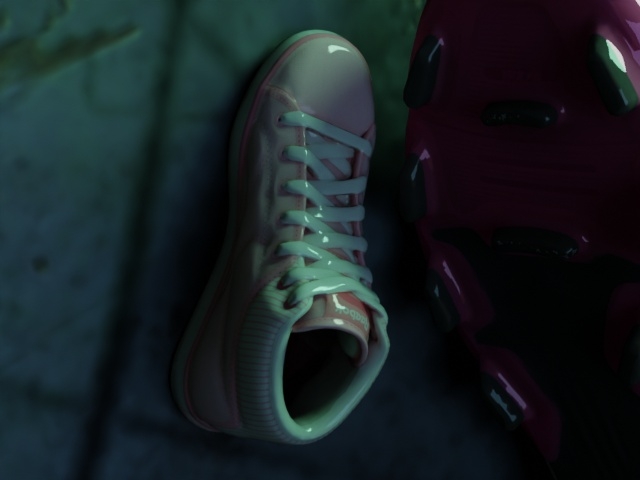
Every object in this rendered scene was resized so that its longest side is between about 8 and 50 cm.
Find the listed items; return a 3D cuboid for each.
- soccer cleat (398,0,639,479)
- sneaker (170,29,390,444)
[{"bbox_3d":[0.127,0.029,0.495,0.143,0.116,0.331,-41,120,-40],"label":"soccer cleat"},{"bbox_3d":[0.000,0.000,0.417,0.051,0.070,0.134,20,85,-32],"label":"sneaker"}]
